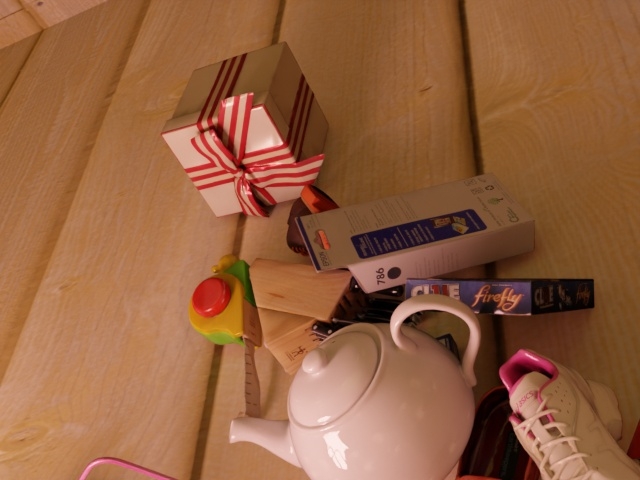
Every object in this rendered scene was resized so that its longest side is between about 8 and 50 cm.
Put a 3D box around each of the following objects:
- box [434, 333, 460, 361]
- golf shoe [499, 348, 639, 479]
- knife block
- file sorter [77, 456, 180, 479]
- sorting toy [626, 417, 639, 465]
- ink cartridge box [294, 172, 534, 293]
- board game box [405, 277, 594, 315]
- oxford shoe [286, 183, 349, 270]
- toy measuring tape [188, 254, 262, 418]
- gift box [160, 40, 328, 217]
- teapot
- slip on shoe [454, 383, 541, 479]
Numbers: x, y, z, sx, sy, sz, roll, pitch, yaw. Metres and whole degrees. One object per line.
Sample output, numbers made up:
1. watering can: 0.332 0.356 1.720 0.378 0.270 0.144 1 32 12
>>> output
1. box: 0.091 0.223 1.179 0.225 0.036 0.136 -20 40 17
2. golf shoe: 0.251 0.219 0.866 0.115 0.140 0.306 -50 10 18
3. knife block: 0.025 0.093 1.323 0.242 0.088 0.276 -27 38 6
4. file sorter: -0.233 0.427 0.970 0.182 0.202 0.291 -56 18 28
5. sorting toy: 0.382 0.266 0.795 0.257 0.089 0.255 -56 14 -27
6. ink cartridge box: 0.139 -0.010 1.278 0.332 0.065 0.165 -12 33 -6
7. board game box: 0.239 0.070 1.094 0.165 0.243 0.042 -1 87 34
8. oxford shoe: 0.000 0.000 1.439 0.098 0.097 0.271 -51 22 14
9. toy measuring tape: -0.158 0.165 1.370 0.121 0.121 0.330 -19 52 18
10. gift box: -0.127 -0.215 1.624 0.276 0.255 0.258 -15 40 27
11. teapot: 0.054 0.190 1.026 0.252 0.187 0.256 1 52 55
12. slip on shoe: 0.192 0.312 0.964 0.123 0.101 0.331 -1 49 32
